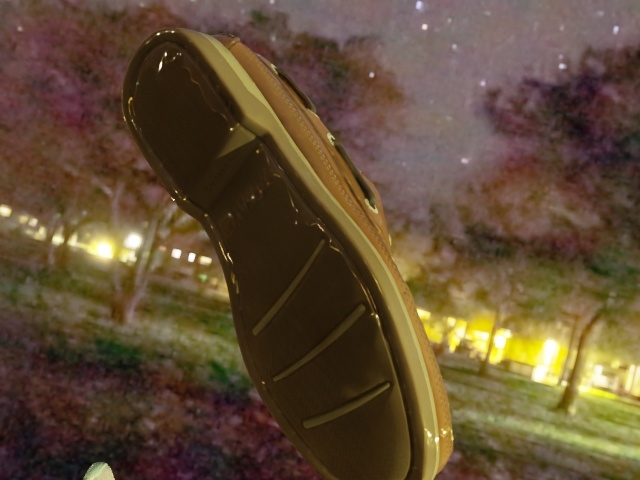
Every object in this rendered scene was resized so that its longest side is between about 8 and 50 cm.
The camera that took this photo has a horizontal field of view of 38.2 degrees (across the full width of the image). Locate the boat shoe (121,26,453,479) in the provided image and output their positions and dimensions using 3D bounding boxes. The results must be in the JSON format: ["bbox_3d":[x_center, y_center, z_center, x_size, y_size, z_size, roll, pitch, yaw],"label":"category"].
[{"bbox_3d":[0.000,0.000,0.541,0.111,0.307,0.104,-38,-19,33],"label":"boat shoe"}]

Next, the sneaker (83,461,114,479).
[{"bbox_3d":[-0.101,0.174,0.519,0.069,0.098,0.038,-2,-7,2],"label":"sneaker"}]
